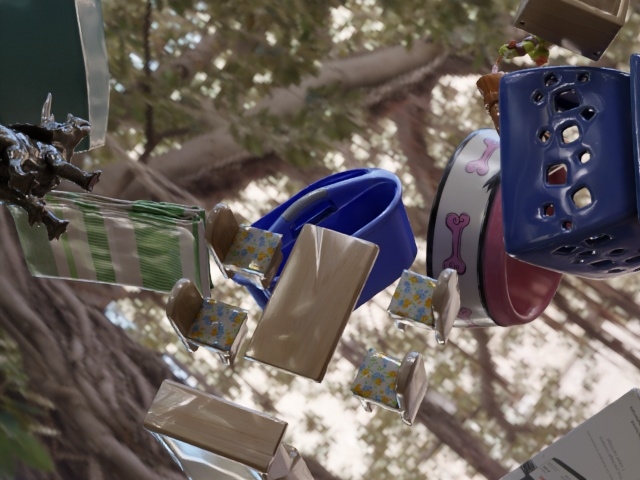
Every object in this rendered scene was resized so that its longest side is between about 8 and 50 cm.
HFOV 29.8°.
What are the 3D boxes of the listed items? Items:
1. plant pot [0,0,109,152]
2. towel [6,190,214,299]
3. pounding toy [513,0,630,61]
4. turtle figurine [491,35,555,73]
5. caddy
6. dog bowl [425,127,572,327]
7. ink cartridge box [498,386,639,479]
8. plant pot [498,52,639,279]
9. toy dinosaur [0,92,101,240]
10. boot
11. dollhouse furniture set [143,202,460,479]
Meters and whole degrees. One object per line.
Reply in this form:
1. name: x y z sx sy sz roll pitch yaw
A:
1. plant pot: -0.404 -0.243 1.783 0.166 0.165 0.234 -70 -30 -79
2. towel: -0.343 0.010 1.987 0.248 0.325 0.038 90 -172 -54
3. pounding toy: 0.311 -0.292 1.436 0.100 0.130 0.141 117 174 -59
4. turtle figurine: 0.390 -0.383 2.078 0.269 0.087 0.217 -36 -34 -39
5. caddy: 0.000 0.000 2.070 0.341 0.241 0.179 -35 -59 -18
6. dog bowl: 0.368 -0.012 2.373 0.408 0.150 0.408 -24 -61 -52
7. ink cartridge box: 0.366 0.340 1.565 0.307 0.129 0.223 -41 -38 25
8. plant pot: 0.364 -0.089 1.444 0.236 0.212 0.236 14 -108 -46
9. toy dinosaur: -0.364 -0.090 1.397 0.121 0.160 0.313 -60 -19 14
10. boot: 0.306 -0.174 1.761 0.073 0.152 0.197 -35 -17 21
11. dollhouse furniture set: -0.049 0.143 1.623 0.256 0.362 0.394 72 -141 -61
